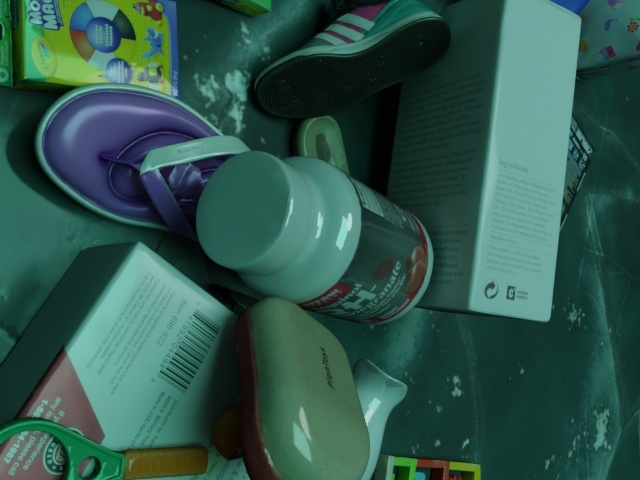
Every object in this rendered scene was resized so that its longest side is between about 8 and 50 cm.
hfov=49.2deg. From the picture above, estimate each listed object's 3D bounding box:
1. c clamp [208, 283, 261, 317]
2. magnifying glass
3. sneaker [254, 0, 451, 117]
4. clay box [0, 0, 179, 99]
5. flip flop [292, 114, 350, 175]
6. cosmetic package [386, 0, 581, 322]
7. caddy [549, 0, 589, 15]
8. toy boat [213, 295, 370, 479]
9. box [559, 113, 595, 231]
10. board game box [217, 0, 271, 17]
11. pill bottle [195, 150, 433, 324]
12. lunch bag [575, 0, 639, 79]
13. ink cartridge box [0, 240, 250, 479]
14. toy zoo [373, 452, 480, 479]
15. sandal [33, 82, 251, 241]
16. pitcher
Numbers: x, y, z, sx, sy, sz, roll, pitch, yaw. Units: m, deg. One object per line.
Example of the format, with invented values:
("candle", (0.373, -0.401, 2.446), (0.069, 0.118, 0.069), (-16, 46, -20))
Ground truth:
("c clamp", (-0.084, 0.099, 0.929), (0.160, 0.137, 0.022), (24, 94, -43))
("magnifying glass", (-0.213, 0.215, 0.665), (0.231, 0.026, 0.092), (10, 81, -36))
("sneaker", (0.026, -0.301, 1.059), (0.295, 0.178, 0.124), (-20, 134, -4))
("clay box", (-0.278, -0.237, 0.830), (0.222, 0.053, 0.128), (-2, 89, -41))
("flip flop", (0.034, -0.059, 1.067), (0.112, 0.080, 0.277), (-21, 104, -40))
("cosmetic package", (0.231, -0.117, 1.054), (0.161, 0.230, 0.453), (11, 84, -30))
("caddy", (0.386, -0.528, 1.325), (0.341, 0.179, 0.241), (8, 44, -40))
("toy boat", (-0.049, 0.180, 0.730), (0.151, 0.151, 0.231), (41, 18, -30))
("box", (0.371, -0.200, 1.362), (0.395, 0.097, 0.318), (47, 58, -27))
("board game box", (-0.180, -0.446, 0.898), (0.317, 0.046, 0.214), (9, 81, -51))
("pill bottle", (0.000, 0.000, 0.864), (0.318, 0.176, 0.176), (22, 72, -55))
("lunch bag", (0.633, -0.505, 1.528), (0.160, 0.223, 0.262), (1, 85, -47))
("ink cartridge box", (-0.172, 0.225, 0.815), (0.384, 0.160, 0.279), (43, 61, -29))
("toy zoo", (0.193, 0.474, 1.199), (0.293, 0.030, 0.192), (19, 75, -39))
("sandal", (-0.142, -0.068, 0.878), (0.416, 0.102, 0.169), (26, 84, -40))
("pitcher", (0.035, 0.287, 1.023), (0.125, 0.178, 0.207), (31, 76, 13))
